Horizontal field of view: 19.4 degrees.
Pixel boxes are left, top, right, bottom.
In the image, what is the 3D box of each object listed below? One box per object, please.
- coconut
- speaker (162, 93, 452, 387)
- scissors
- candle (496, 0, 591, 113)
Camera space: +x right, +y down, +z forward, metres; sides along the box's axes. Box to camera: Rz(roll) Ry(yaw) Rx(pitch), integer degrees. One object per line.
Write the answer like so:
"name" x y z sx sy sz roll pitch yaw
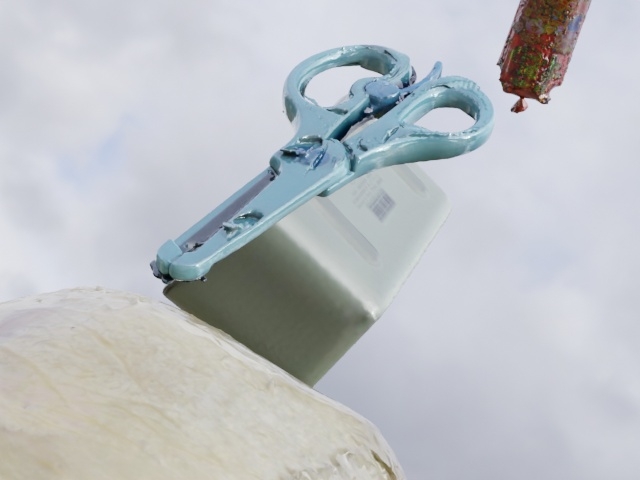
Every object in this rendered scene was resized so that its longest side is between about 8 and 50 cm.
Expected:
"coconut" -0.164 0.212 1.109 0.404 0.404 0.404 32 -22 14
"speaker" 0.000 0.000 2.024 0.184 0.406 0.183 43 -65 -2
"scissors" -0.006 -0.066 1.469 0.180 0.393 0.032 22 -52 27
"candle" 0.160 -0.152 1.329 0.052 0.130 0.052 19 12 -4
